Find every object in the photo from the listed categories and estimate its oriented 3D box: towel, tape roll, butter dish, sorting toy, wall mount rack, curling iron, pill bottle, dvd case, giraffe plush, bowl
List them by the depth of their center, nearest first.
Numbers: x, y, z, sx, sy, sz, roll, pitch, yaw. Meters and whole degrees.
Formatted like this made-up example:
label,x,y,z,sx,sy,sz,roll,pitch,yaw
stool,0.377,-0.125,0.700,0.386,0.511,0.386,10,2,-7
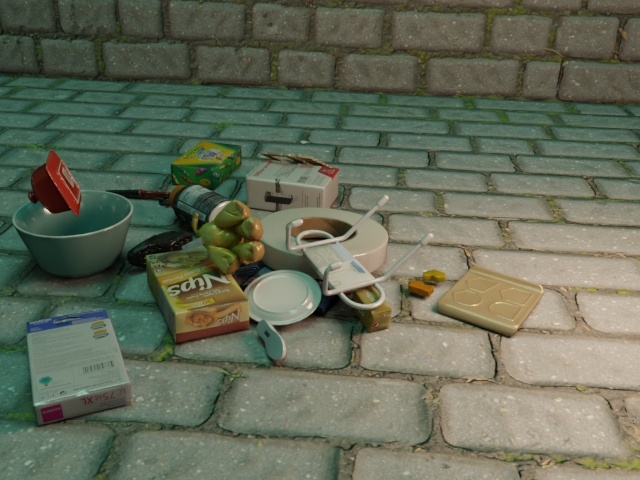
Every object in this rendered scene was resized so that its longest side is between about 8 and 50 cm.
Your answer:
label,x,y,z,sx,sy,sz,roll,pitch,yaw
wall mount rack,0.093,0.014,1.767,0.304,0.130,0.350,-14,39,-26
giraffe plush,-0.228,-0.001,1.814,0.210,0.181,0.170,-8,-5,15
sorting toy,0.401,0.143,1.830,0.307,0.041,0.229,18,35,29
dvd case,-0.064,0.120,1.859,0.253,0.022,0.180,14,30,23
butter dish,-0.721,-0.135,1.863,0.118,0.160,0.160,-25,30,-1
bowl,-0.667,-0.008,1.921,0.312,0.163,0.311,1,27,0
towel,-0.204,0.069,1.922,0.067,0.029,0.119,-8,15,-8
tape roll,0.000,0.000,2.019,0.392,0.072,0.392,4,23,-2
pill bottle,-0.365,-0.097,2.157,0.130,0.130,0.246,-22,35,-39
curling iron,-0.602,-0.153,2.359,0.274,0.035,0.068,9,27,13

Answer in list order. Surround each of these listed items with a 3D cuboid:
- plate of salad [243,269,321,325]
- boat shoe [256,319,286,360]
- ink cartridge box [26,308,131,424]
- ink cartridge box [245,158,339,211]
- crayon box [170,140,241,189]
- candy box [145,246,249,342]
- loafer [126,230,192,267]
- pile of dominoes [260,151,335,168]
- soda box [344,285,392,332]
label,x,y,z,sx,sy,sz,roll,pitch,yaw
plate of salad,-0.096,0.147,1.749,0.200,0.048,0.199,-3,38,2
boat shoe,-0.104,0.231,1.609,0.040,0.049,0.142,33,10,-36
ink cartridge box,-0.528,0.260,1.506,0.186,0.065,0.311,-10,31,-22
ink cartridge box,-0.093,-0.178,2.352,0.273,0.114,0.197,9,27,13
crayon box,-0.416,-0.281,2.576,0.165,0.081,0.278,8,27,13
candy box,-0.315,0.126,1.755,0.183,0.087,0.316,-9,27,-23
loafer,-0.462,0.022,1.981,0.078,0.076,0.223,14,24,34
pile of dominoes,-0.075,-0.263,2.472,0.196,0.040,0.251,8,-2,24
soda box,0.110,0.147,1.745,0.058,0.061,0.181,-10,36,-23
